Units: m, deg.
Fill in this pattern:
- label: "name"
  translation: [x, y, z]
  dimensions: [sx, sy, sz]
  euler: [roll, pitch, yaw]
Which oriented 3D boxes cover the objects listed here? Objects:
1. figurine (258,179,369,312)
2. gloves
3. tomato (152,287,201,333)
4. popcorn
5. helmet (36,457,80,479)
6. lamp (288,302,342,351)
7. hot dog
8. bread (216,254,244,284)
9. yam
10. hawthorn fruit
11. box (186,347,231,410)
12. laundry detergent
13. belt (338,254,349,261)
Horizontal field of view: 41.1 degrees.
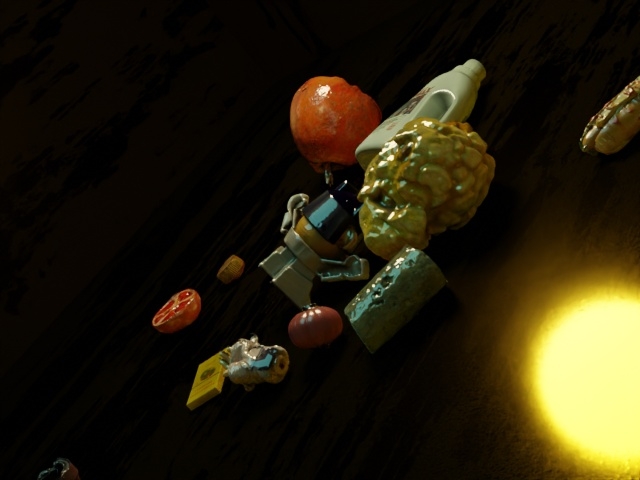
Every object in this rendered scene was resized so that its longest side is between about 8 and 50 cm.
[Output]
- label: "figurine"
  translation: [0.001, 0.001, 1.880]
  dimensions: [0.308, 0.308, 0.143]
  euler: [-35, -21, 15]
- label: "gloves"
  translation: [-0.129, 0.250, 1.716]
  dimensions: [0.144, 0.094, 0.110]
  euler: [19, 70, 47]
- label: "tomato"
  translation: [-0.383, 0.204, 2.328]
  dimensions: [0.156, 0.069, 0.155]
  euler: [-32, 19, 12]
- label: "popcorn"
  translation: [0.194, -0.106, 1.728]
  dimensions: [0.332, 0.225, 0.265]
  euler: [-57, 28, -13]
- label: "helmet"
  translation: [-0.595, 0.558, 1.933]
  dimensions: [0.123, 0.070, 0.098]
  euler: [-46, 28, -5]
- label: "lamp"
  translation: [-0.010, 0.170, 1.665]
  dimensions: [0.107, 0.092, 0.107]
  euler: [-18, -7, -2]
- label: "hot dog"
  translation: [0.565, -0.246, 1.543]
  dimensions: [0.250, 0.076, 0.104]
  euler: [-38, 20, -1]
- label: "bread"
  translation: [-0.244, 0.085, 2.361]
  dimensions: [0.085, 0.053, 0.085]
  euler: [-48, 12, 14]
- label: "yam"
  translation: [0.128, 0.106, 1.536]
  dimensions: [0.194, 0.107, 0.107]
  euler: [-44, 19, -9]
- label: "hawthorn fruit"
  translation: [0.038, -0.306, 2.441]
  dimensions: [0.276, 0.276, 0.307]
  euler: [-11, 63, 55]
- label: "box"
  translation: [-0.249, 0.309, 1.915]
  dimensions: [0.087, 0.023, 0.155]
  euler: [-36, 19, 20]
- label: "laundry detergent"
  translation: [0.289, -0.317, 2.159]
  dimensions: [0.398, 0.124, 0.264]
  euler: [-45, 18, -20]
- label: "belt"
  translation: [0.041, 0.028, 1.978]
  dimensions: [0.059, 0.036, 0.083]
  euler: [-35, 19, -4]
